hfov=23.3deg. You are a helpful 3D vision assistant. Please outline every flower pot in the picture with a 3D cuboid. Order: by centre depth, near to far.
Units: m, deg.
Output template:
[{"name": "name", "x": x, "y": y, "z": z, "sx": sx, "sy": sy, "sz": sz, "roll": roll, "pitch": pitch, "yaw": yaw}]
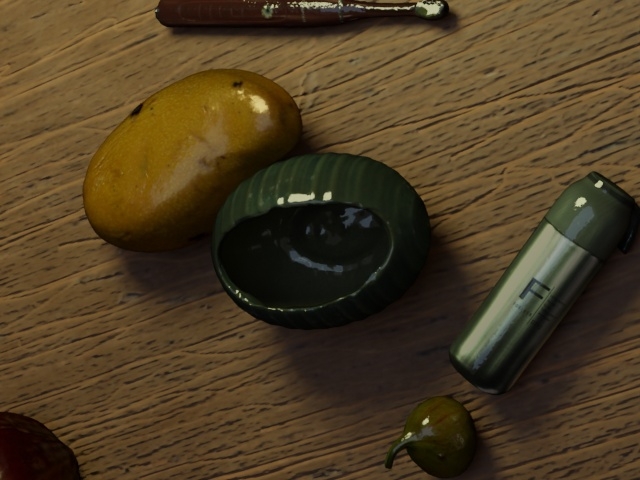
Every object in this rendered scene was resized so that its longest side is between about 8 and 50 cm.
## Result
[{"name": "flower pot", "x": 0.000, "y": 0.000, "z": 1.678, "sx": 0.243, "sy": 0.157, "sz": 0.189, "roll": -8, "pitch": 102, "yaw": 16}]

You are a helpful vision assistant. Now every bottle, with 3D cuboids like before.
[{"name": "bottle", "x": 0.238, "y": 0.048, "z": 1.625, "sx": 0.096, "sy": 0.079, "sz": 0.253, "roll": 31, "pitch": 102, "yaw": -16}]

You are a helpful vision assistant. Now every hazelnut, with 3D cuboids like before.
[{"name": "hazelnut", "x": -0.374, "y": 0.288, "z": 1.839, "sx": 0.178, "sy": 0.178, "sz": 0.204, "roll": -60, "pitch": 37, "yaw": 10}]

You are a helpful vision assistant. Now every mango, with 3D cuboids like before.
[{"name": "mango", "x": -0.145, "y": -0.093, "z": 1.782, "sx": 0.295, "sy": 0.120, "sz": 0.177, "roll": -29, "pitch": 69, "yaw": 18}]

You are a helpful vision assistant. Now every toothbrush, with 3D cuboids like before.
[{"name": "toothbrush", "x": -0.025, "y": -0.263, "z": 1.780, "sx": 0.364, "sy": 0.041, "sz": 0.040, "roll": 4, "pitch": 88, "yaw": 24}]

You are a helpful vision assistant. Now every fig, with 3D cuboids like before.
[{"name": "fig", "x": 0.119, "y": 0.209, "z": 1.655, "sx": 0.082, "sy": 0.098, "sz": 0.084, "roll": 54, "pitch": 130, "yaw": 40}]
